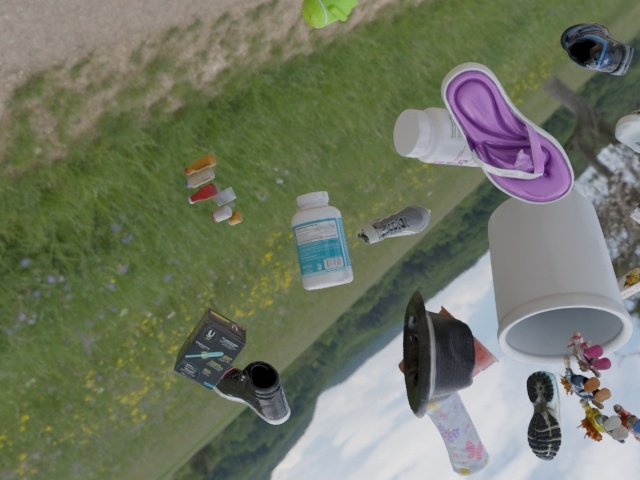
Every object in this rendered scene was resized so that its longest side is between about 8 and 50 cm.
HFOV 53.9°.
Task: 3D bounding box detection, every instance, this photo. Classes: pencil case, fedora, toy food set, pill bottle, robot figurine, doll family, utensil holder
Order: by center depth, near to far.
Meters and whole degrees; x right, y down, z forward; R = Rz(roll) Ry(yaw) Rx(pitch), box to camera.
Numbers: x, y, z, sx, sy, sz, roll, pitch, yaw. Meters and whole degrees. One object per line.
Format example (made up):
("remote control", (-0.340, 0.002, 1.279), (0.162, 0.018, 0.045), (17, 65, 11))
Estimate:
("robot figurine", (0.013, -0.455, 1.221), (0.115, 0.101, 0.067), (-31, 131, -17))
("doll family", (0.569, 0.329, 1.321), (0.118, 0.263, 0.163), (-30, 171, 1))
("fedora", (0.300, 0.282, 1.578), (0.152, 0.335, 0.334), (1, 172, -1))
("utensil holder", (0.632, 0.099, 1.725), (0.328, 0.327, 0.386), (-49, -151, 46))
("pill bottle", (0.000, 0.000, 1.777), (0.146, 0.264, 0.146), (-10, 174, -1))
("pill bottle", (0.368, -0.304, 1.851), (0.282, 0.161, 0.160), (1, 152, -26))
("toy food set", (-0.345, -0.140, 1.966), (0.104, 0.232, 0.111), (-21, -169, 23))
("pencil case", (0.422, 0.595, 1.973), (0.124, 0.273, 0.113), (-28, -179, -16))

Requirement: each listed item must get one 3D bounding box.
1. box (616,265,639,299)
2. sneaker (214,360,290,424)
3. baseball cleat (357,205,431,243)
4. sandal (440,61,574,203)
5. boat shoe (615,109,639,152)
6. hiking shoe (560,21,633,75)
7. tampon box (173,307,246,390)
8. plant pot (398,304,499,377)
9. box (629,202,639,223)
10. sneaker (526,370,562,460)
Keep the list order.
("box", (1.264, 0.119, 2.399), (0.324, 0.063, 0.067), (-36, 135, 26))
("sneaker", (-0.205, 0.374, 1.728), (0.104, 0.295, 0.147), (-35, 135, -40))
("baseball cleat", (0.175, -0.028, 1.545), (0.109, 0.072, 0.205), (-30, -174, -37))
("sandal", (0.414, -0.212, 1.414), (0.169, 0.416, 0.102), (-40, -159, 27))
("boat shoe", (0.741, -0.264, 1.472), (0.077, 0.070, 0.219), (-6, 167, 37))
("hiking shoe", (0.758, -0.564, 1.802), (0.304, 0.131, 0.113), (-110, -153, -60))
("tampon box", (-0.288, 0.283, 1.651), (0.161, 0.120, 0.101), (-54, -165, 10))
("plant pot", (0.432, 0.415, 2.205), (0.265, 0.272, 0.272), (-46, 174, 4))
("box", (0.877, -0.041, 1.638), (0.027, 0.137, 0.094), (-49, 161, 2))
("sneaker", (0.733, 0.557, 2.015), (0.110, 0.283, 0.122), (-1, 177, 39))
